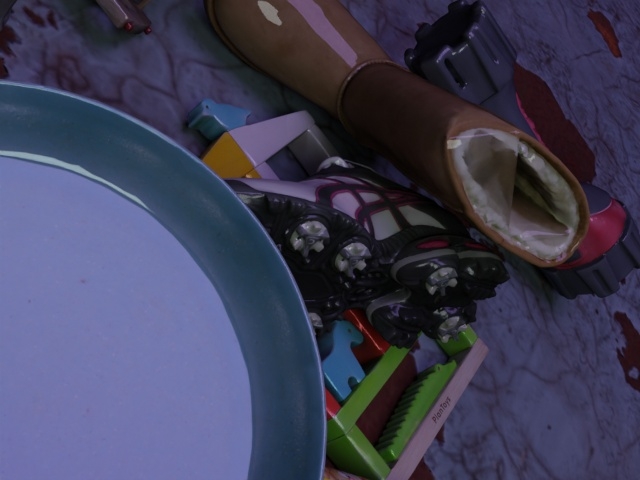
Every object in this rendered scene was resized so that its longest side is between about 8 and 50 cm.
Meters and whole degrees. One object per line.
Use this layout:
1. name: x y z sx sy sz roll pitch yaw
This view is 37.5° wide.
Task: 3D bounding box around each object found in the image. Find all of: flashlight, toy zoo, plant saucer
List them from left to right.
1. plant saucer: -0.148 0.078 0.434 0.317 0.043 0.318 9 69 -25
2. toy zoo: -0.003 0.021 0.692 0.293 0.030 0.192 52 39 -5
3. flashlight: 0.190 -0.078 0.853 0.304 0.103 0.103 51 -3 -27

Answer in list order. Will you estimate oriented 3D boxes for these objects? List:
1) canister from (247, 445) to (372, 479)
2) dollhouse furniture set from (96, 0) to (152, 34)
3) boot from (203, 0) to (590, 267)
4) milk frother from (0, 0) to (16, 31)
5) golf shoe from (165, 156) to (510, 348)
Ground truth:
1. canister: 0.006 0.194 0.548 0.169 0.073 0.126 25 51 -33
2. dollhouse furniture set: -0.116 -0.243 0.716 0.129 0.129 0.184 53 10 -5
3. boot: 0.046 -0.106 0.674 0.236 0.089 0.269 31 10 -29
4. milk frother: -0.191 -0.222 0.586 0.143 0.134 0.129 -29 86 -52
5. golf shoe: 0.000 0.000 0.629 0.272 0.105 0.120 14 35 -42
